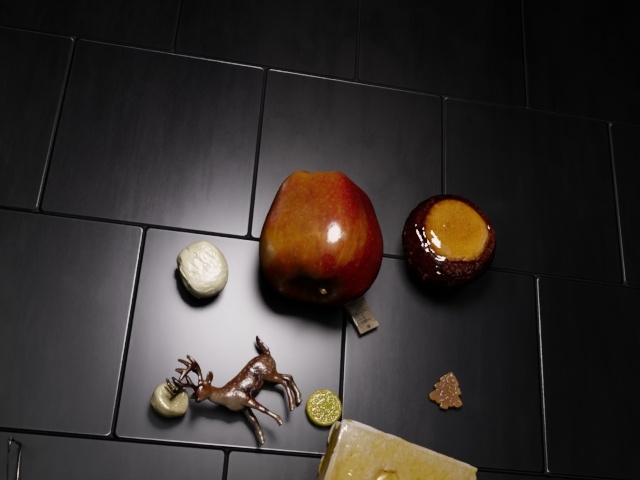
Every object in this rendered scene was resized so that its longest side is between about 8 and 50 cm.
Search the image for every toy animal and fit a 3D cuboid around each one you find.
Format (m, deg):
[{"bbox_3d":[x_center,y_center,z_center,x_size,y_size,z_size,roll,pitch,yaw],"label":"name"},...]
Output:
[{"bbox_3d":[-0.187,0.325,1.714,0.260,0.087,0.243,43,43,5],"label":"toy animal"}]

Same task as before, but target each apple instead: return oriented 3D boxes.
[{"bbox_3d":[0.000,0.000,1.784,0.288,0.288,0.317,8,57,-8],"label":"apple"}]

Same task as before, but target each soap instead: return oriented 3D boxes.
[{"bbox_3d":[0.144,0.573,1.650,0.334,0.156,0.294,23,70,-1],"label":"soap"}]

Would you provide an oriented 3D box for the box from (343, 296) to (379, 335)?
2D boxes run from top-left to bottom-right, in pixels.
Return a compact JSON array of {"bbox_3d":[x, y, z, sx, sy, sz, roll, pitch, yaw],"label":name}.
[{"bbox_3d":[0.098,0.181,1.863,0.053,0.024,0.083,-24,74,-19],"label":"box"}]

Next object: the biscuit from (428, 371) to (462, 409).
[{"bbox_3d":[0.300,0.358,1.839,0.082,0.016,0.092,14,66,-1],"label":"biscuit"}]

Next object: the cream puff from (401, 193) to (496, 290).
[{"bbox_3d":[0.308,0.009,1.897,0.238,0.165,0.239,5,63,-10],"label":"cream puff"}]

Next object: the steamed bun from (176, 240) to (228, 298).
[{"bbox_3d":[-0.270,0.070,1.795,0.112,0.091,0.130,-26,79,-15],"label":"steamed bun"}]

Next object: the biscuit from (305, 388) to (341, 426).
[{"bbox_3d":[0.007,0.383,1.765,0.083,0.023,0.084,4,66,-10],"label":"biscuit"}]

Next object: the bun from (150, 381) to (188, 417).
[{"bbox_3d":[-0.332,0.352,1.690,0.086,0.055,0.086,22,42,-21],"label":"bun"}]

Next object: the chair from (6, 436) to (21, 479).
[{"bbox_3d":[-0.659,0.512,1.510,0.140,0.145,0.221,-7,70,-13],"label":"chair"}]
